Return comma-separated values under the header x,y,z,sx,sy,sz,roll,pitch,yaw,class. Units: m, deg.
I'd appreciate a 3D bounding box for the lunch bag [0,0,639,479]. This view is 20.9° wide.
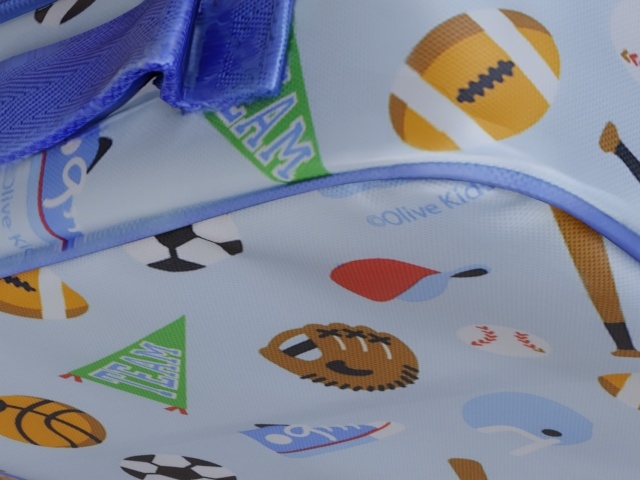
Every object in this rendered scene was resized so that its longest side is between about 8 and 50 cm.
x,y,z,sx,sy,sz,roll,pitch,yaw,class
0.000,0.000,0.481,0.243,0.303,0.115,29,57,-40,lunch bag
